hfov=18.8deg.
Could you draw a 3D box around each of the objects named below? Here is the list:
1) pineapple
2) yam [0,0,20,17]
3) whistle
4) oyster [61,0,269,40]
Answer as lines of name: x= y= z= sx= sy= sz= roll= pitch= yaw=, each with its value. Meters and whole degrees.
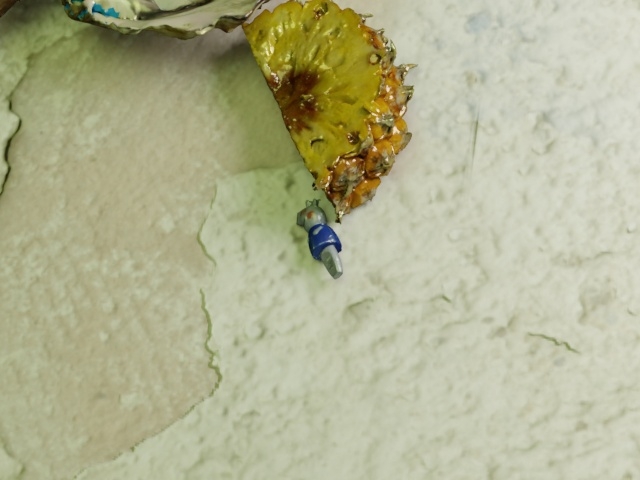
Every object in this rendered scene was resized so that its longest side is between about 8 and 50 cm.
pineapple: x=0.024 y=-0.140 z=1.738 sx=0.135 sy=0.079 sz=0.233 roll=-24 pitch=60 yaw=3
yam: x=-0.274 y=-0.323 z=1.831 sx=0.238 sy=0.128 sz=0.129 roll=-37 pitch=86 yaw=27
whistle: x=0.000 y=0.000 z=1.711 sx=0.033 sy=0.029 sz=0.083 roll=-49 pitch=50 yaw=33
oyster: x=-0.138 y=-0.246 z=1.820 sx=0.214 sy=0.083 sz=0.223 roll=-26 pitch=45 yaw=1
